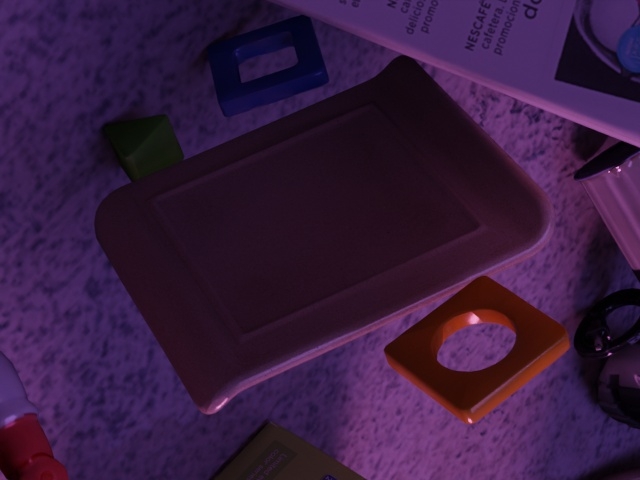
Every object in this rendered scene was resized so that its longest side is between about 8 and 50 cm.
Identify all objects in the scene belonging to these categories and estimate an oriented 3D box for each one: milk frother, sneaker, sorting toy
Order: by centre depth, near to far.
[{"bbox_3d":[0.000,0.000,0.950,0.196,0.347,0.047,-27,130,-8],"label":"sorting toy"},{"bbox_3d":[0.222,0.004,1.340,0.143,0.129,0.134,-30,95,5],"label":"milk frother"},{"bbox_3d":[0.300,0.111,1.480,0.267,0.101,0.106,32,69,-50],"label":"sneaker"}]

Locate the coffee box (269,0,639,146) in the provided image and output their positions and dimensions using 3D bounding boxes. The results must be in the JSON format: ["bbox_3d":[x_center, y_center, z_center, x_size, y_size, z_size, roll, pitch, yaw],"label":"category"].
[{"bbox_3d":[0.203,-0.217,0.967,0.338,0.334,0.338,1,111,-69],"label":"coffee box"}]

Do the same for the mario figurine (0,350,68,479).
[{"bbox_3d":[-0.187,0.186,0.991,0.170,0.198,0.320,-35,120,18],"label":"mario figurine"}]

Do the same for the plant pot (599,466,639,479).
[{"bbox_3d":[0.277,0.344,1.473,0.263,0.263,0.229,-24,143,-34],"label":"plant pot"}]

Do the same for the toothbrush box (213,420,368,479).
[{"bbox_3d":[0.012,0.267,1.121,0.206,0.283,0.122,-46,134,-19],"label":"toothbrush box"}]
